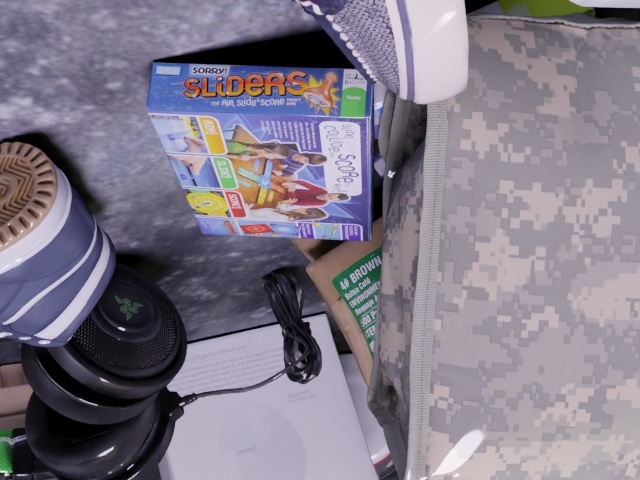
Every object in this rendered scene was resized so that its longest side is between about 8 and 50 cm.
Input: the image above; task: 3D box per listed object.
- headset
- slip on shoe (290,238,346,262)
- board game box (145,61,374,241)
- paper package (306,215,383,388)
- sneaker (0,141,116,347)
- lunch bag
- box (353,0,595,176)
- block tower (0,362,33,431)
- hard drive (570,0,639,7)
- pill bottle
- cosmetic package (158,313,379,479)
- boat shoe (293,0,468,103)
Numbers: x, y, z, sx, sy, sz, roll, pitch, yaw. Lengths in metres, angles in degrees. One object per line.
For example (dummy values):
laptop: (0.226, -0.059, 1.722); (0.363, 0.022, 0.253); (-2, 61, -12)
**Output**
headset: (-0.194, 0.105, 0.832); (0.394, 0.185, 0.243); (-1, 139, -16)
slip on shoe: (0.000, 0.000, 0.841); (0.051, 0.041, 0.135); (-22, 158, 10)
board game box: (-0.031, -0.053, 0.638); (0.136, 0.035, 0.201); (3, 159, 4)
paper package: (0.205, 0.030, 0.856); (0.325, 0.168, 0.309); (-34, 155, 17)
sneaker: (-0.279, 0.040, 0.641); (0.282, 0.099, 0.153); (-23, 156, 3)
lunch bag: (0.157, -0.002, 0.590); (0.235, 0.287, 0.169); (2, -170, -6)
box: (0.105, -0.112, 0.654); (0.178, 0.042, 0.109); (-22, 157, 13)
block tower: (-0.389, 0.236, 1.036); (0.097, 0.091, 0.335); (-3, 155, -31)
hard drive: (0.289, -0.178, 0.419); (0.203, 0.040, 0.307); (-7, 175, -30)
pill bottle: (0.054, 0.278, 1.391); (0.161, 0.161, 0.283); (-18, 159, 0)
cosmetic package: (-0.077, 0.230, 1.086); (0.224, 0.224, 0.138); (-11, 160, -17)
boat shoe: (-0.039, -0.153, 0.366); (0.158, 0.127, 0.340); (-15, 151, 9)
